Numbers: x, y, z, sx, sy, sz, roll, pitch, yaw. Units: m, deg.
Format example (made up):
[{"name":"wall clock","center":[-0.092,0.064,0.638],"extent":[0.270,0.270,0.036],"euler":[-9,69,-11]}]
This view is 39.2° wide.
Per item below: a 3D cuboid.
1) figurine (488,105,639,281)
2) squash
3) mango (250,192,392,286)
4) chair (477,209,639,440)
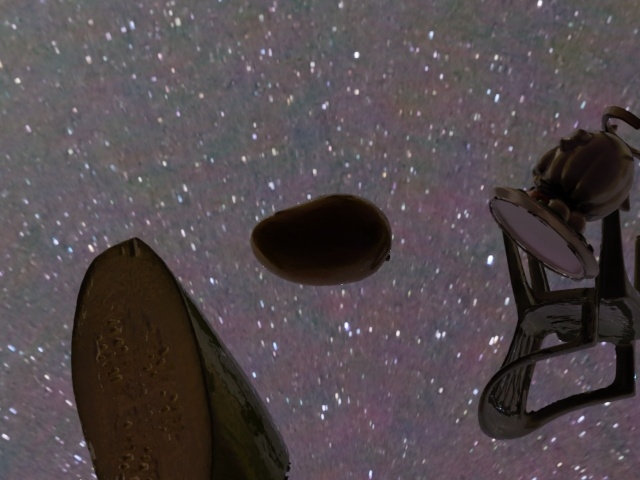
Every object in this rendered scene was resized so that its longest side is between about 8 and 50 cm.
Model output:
[{"name":"figurine","center":[0.254,-0.055,0.852],"extent":[0.132,0.132,0.154],"euler":[40,-97,17]},{"name":"squash","center":[-0.164,0.154,0.841],"extent":[0.189,0.189,0.261],"euler":[-38,-72,-14]},{"name":"mango","center":[0.000,0.000,0.991],"extent":[0.161,0.076,0.103],"euler":[-4,-76,-18]},{"name":"chair","center":[0.288,0.092,1.071],"extent":[0.190,0.203,0.275],"euler":[-10,-122,28]}]
